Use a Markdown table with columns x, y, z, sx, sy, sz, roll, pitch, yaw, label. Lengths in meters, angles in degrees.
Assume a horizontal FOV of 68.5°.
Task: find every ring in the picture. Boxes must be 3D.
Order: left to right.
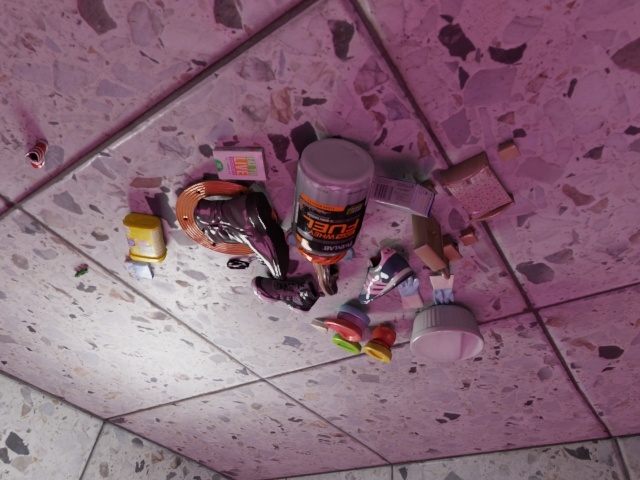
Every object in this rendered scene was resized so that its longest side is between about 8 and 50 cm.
| x | y | z | sx | sy | sz | roll | pitch | yaw | label |
| --- | --- | --- | --- | --- | --- | --- | --- | --- | --- |
| -0.303 | -0.072 | 1.535 | 0.337 | 0.032 | 0.336 | 3 | 137 | 3 | ring |

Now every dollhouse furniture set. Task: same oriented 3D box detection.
| x | y | z | sx | sy | sz | roll | pitch | yaw | label |
| --- | --- | --- | --- | --- | --- | --- | --- | --- | --- |
| 0.452 | -0.057 | 1.343 | 0.356 | 0.173 | 0.303 | -26 | 128 | 31 | dollhouse furniture set |

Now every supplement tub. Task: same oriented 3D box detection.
| x | y | z | sx | sy | sz | roll | pitch | yaw | label |
| --- | --- | --- | --- | --- | --- | --- | --- | --- | --- |
| 0.025 | -0.098 | 1.333 | 0.207 | 0.207 | 0.338 | 8 | 137 | -1 | supplement tub |

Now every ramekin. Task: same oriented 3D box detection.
| x | y | z | sx | sy | sz | roll | pitch | yaw | label |
| --- | --- | --- | --- | --- | --- | --- | --- | --- | --- |
| 0.479 | 0.353 | 1.798 | 0.273 | 0.127 | 0.272 | 3 | 141 | 2 | ramekin |

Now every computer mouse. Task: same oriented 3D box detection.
| x | y | z | sx | sy | sz | roll | pitch | yaw | label |
| --- | --- | --- | --- | --- | --- | --- | --- | --- | --- |
| -0.232 | 0.075 | 1.674 | 0.242 | 0.041 | 0.071 | -15 | 133 | 23 | computer mouse |

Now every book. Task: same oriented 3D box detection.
| x | y | z | sx | sy | sz | roll | pitch | yaw | label |
| --- | --- | --- | --- | --- | --- | --- | --- | --- | --- |
| -0.231 | -0.224 | 1.365 | 0.144 | 0.035 | 0.096 | 2 | 133 | 8 | book |

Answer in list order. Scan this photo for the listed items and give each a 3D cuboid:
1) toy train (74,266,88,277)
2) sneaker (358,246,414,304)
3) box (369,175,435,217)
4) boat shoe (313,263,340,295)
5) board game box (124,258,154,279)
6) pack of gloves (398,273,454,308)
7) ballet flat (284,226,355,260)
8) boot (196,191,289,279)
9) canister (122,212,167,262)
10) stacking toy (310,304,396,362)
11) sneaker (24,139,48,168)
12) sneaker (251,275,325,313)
| x | y | z | sx | sy | sz | roll | pitch | yaw | label |
| --- | --- | --- | --- | --- | --- | --- | --- | --- | --- |
| -0.932 | 0.124 | 1.834 | 0.083 | 0.023 | 0.017 | -22 | 138 | 28 | toy train |
| 0.204 | 0.122 | 1.640 | 0.131 | 0.112 | 0.319 | 56 | 147 | 11 | sneaker |
| 0.225 | -0.119 | 1.282 | 0.126 | 0.072 | 0.137 | 18 | -177 | 34 | box |
| 0.032 | 0.116 | 1.653 | 0.073 | 0.080 | 0.223 | -5 | 132 | 20 | boat shoe |
| -0.690 | 0.110 | 1.789 | 0.090 | 0.020 | 0.090 | 5 | 136 | 3 | board game box |
| 0.385 | 0.172 | 1.705 | 0.195 | 0.046 | 0.232 | -6 | 145 | 12 | pack of gloves |
| 0.000 | 0.000 | 1.538 | 0.241 | 0.077 | 0.091 | 18 | 113 | -10 | ballet flat |
| -0.241 | -0.010 | 1.505 | 0.223 | 0.118 | 0.338 | -6 | 124 | 18 | boot |
| -0.601 | -0.008 | 1.613 | 0.126 | 0.073 | 0.170 | 8 | 136 | -1 | canister |
| 0.140 | 0.355 | 1.913 | 0.309 | 0.130 | 0.280 | 42 | 153 | -28 | stacking toy |
| -0.851 | -0.242 | 1.400 | 0.042 | 0.067 | 0.118 | 28 | 133 | -20 | sneaker |
| -0.112 | 0.174 | 1.724 | 0.269 | 0.101 | 0.153 | 27 | 133 | -28 | sneaker |
